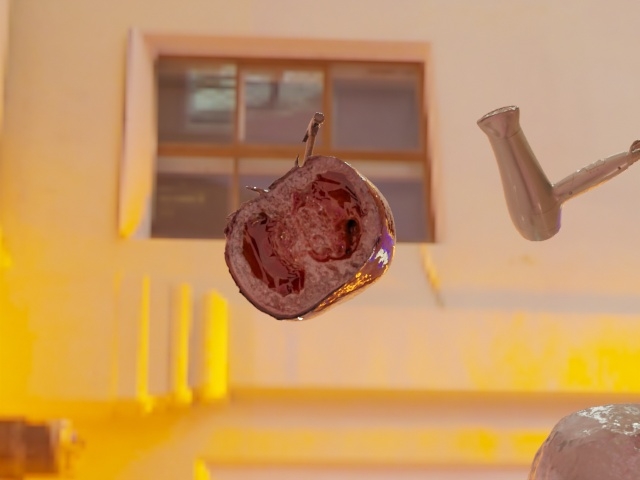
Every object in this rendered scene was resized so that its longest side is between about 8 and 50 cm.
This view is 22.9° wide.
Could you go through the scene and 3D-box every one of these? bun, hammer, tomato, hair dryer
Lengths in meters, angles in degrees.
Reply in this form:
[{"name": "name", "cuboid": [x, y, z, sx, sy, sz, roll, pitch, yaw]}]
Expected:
[{"name": "bun", "cuboid": [0.347, 0.301, 1.541, 0.354, 0.194, 0.354, 57, -2, 3]}, {"name": "hammer", "cuboid": [-0.025, -0.099, 2.355, 0.062, 0.017, 0.182, 130, -27, -67]}, {"name": "tomato", "cuboid": [0.000, 0.000, 1.986, 0.181, 0.214, 0.155, 65, 18, 15]}, {"name": "hair dryer", "cuboid": [0.365, -0.121, 2.256, 0.075, 0.237, 0.206, -86, 156, -63]}]
